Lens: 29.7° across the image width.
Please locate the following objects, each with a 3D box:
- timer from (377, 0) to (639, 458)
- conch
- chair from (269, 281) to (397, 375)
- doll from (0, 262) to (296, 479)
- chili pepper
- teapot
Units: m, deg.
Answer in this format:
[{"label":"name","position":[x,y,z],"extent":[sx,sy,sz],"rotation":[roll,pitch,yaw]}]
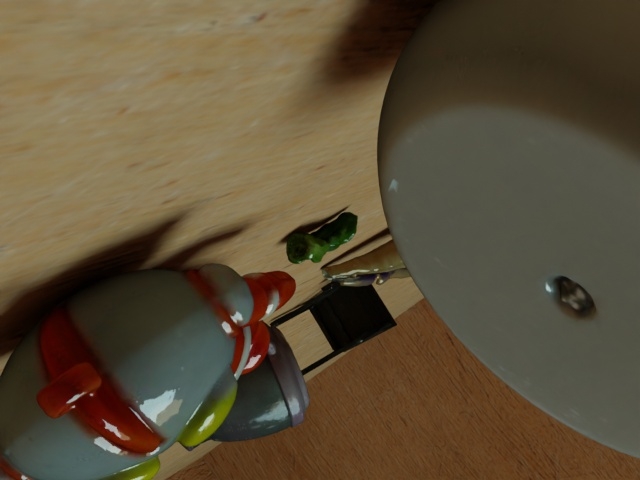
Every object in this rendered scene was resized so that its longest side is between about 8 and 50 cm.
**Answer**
[{"label":"timer","position":[0.189,-0.059,0.561],"extent":[0.285,0.285,0.285],"rotation":[-34,173,-5]},{"label":"conch","position":[0.136,-0.008,1.322],"extent":[0.330,0.093,0.109],"rotation":[-7,177,-29]},{"label":"chair","position":[0.040,0.085,1.461],"extent":[0.101,0.084,0.212],"rotation":[-34,174,28]},{"label":"doll","position":[-0.101,0.079,0.706],"extent":[0.200,0.105,0.336],"rotation":[-34,173,0]},{"label":"chili pepper","position":[0.000,0.001,0.948],"extent":[0.091,0.030,0.034],"rotation":[-27,145,-57]},{"label":"teapot","position":[-0.091,0.153,1.217],"extent":[0.146,0.116,0.148],"rotation":[-22,174,-11]}]
